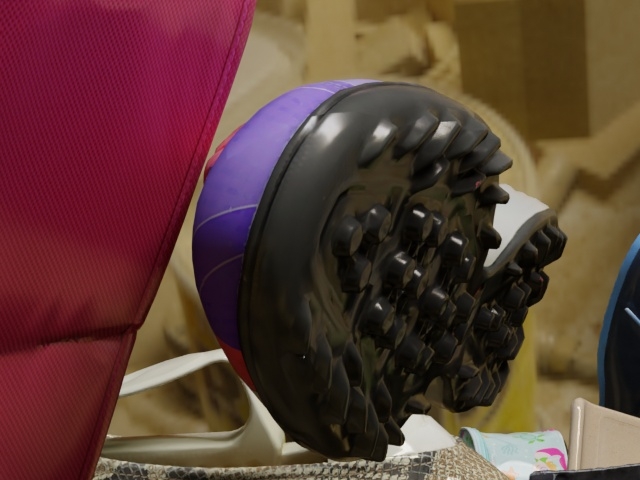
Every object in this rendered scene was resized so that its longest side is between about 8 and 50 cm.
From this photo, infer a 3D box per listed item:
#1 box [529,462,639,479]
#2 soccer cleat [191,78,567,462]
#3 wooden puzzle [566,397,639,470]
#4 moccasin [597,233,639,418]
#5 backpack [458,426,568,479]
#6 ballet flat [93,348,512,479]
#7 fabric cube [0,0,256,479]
[{"bbox_3d":[0.337,0.250,1.261,0.296,0.294,0.182,11,76,-25],"label":"box"},{"bbox_3d":[0.000,0.000,0.601,0.116,0.318,0.108,24,93,14],"label":"soccer cleat"},{"bbox_3d":[0.289,0.258,1.486,0.239,0.044,0.221,20,58,-17],"label":"wooden puzzle"},{"bbox_3d":[0.319,0.141,1.623,0.117,0.342,0.138,23,38,38],"label":"moccasin"},{"bbox_3d":[0.170,0.309,1.844,0.191,0.253,0.225,7,45,-7],"label":"backpack"},{"bbox_3d":[-0.048,0.178,1.515,0.483,0.182,0.164,-2,2,9],"label":"ballet flat"},{"bbox_3d":[-0.219,-0.014,0.553,0.254,0.259,0.258,27,15,25],"label":"fabric cube"}]
